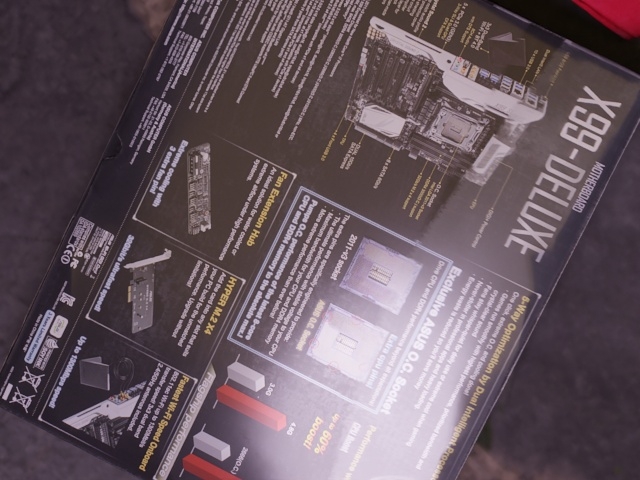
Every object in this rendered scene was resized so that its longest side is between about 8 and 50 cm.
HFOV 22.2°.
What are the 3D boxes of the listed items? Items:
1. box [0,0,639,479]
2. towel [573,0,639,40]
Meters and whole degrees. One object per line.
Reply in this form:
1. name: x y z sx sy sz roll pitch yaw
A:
1. box: 0.000 0.000 0.865 0.242 0.076 0.307 26 96 5
2. towel: 0.169 -0.250 0.795 0.199 0.031 0.275 33 110 -19
